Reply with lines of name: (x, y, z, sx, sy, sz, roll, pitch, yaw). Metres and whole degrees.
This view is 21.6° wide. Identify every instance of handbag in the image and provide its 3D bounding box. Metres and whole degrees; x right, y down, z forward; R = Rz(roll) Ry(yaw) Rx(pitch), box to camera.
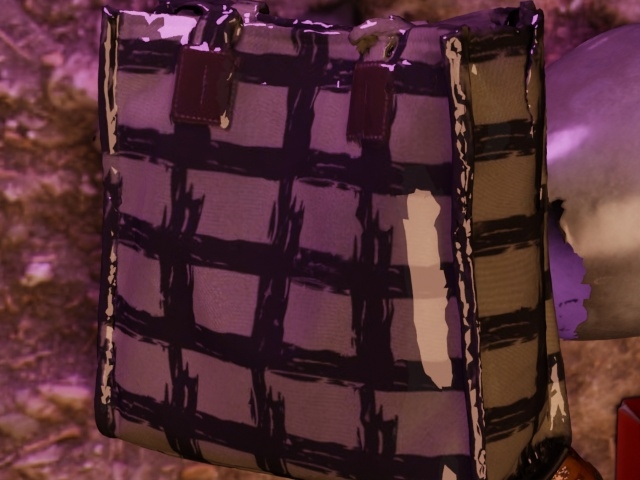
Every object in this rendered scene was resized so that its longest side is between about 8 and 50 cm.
handbag: (0.000, 0.000, 1.135, 0.162, 0.325, 0.327, -30, 122, -54)

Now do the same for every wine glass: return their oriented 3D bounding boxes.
wine glass: (0.284, -0.061, 1.230, 0.323, 0.238, 0.238, -25, 114, -12)

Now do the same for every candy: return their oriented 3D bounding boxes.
candy: (0.195, 0.186, 1.391, 0.182, 0.053, 0.046, 37, 95, -22)

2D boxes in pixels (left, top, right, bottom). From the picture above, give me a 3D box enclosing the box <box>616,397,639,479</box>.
box: (0.367, 0.186, 1.442, 0.229, 0.050, 0.123, -7, 113, -14)
